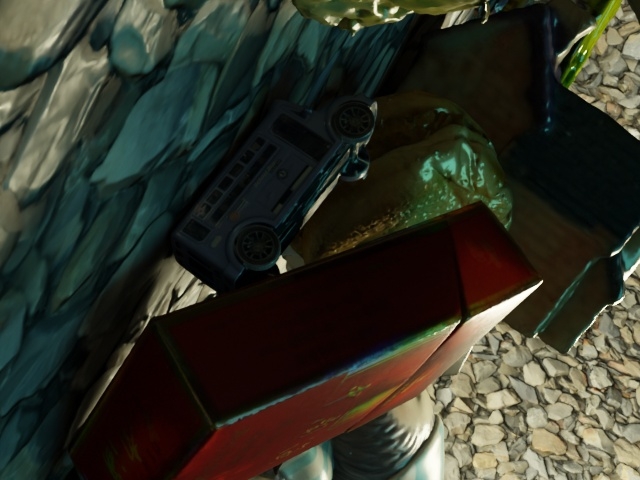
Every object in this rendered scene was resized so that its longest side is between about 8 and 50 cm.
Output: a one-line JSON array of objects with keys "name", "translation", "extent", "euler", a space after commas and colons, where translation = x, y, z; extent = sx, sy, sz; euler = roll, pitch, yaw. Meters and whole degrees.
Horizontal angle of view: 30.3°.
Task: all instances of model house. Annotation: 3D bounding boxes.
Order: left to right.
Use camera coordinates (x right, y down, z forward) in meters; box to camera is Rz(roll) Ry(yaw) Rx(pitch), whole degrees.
[{"name": "model house", "translation": [0.217, -0.089, 1.193], "extent": [0.280, 0.312, 0.245], "euler": [-55, 169, 14]}]

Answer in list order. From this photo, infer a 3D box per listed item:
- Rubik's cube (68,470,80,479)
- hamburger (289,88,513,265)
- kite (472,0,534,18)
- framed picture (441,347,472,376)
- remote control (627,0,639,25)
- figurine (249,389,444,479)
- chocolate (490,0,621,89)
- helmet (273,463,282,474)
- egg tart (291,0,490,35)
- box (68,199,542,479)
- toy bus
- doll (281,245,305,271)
[{"name": "Rubik's cube", "translation": [-0.129, 0.328, 0.956], "extent": [0.250, 0.248, 0.246], "euler": [-55, 171, -29]}, {"name": "hamburger", "translation": [0.068, -0.030, 1.016], "extent": [0.213, 0.108, 0.214], "euler": [-16, 139, -15]}, {"name": "kite", "translation": [0.260, -0.331, 1.436], "extent": [0.245, 0.015, 0.141], "euler": [-51, 139, -17]}, {"name": "framed picture", "translation": [0.122, 0.091, 1.627], "extent": [0.347, 0.016, 0.265], "euler": [0, 124, -40]}, {"name": "remote control", "translation": [0.291, -0.291, 1.134], "extent": [0.038, 0.285, 0.123], "euler": [-23, -176, 19]}, {"name": "figurine", "translation": [0.096, 0.374, 1.942], "extent": [0.361, 0.377, 0.266], "euler": [-53, 170, -38]}, {"name": "chocolate", "translation": [0.301, -0.268, 1.653], "extent": [0.289, 0.137, 0.301], "euler": [-57, 172, -4]}, {"name": "helmet", "translation": [-0.047, 0.150, 1.248], "extent": [0.155, 0.106, 0.175], "euler": [-59, 175, 21]}, {"name": "egg tart", "translation": [0.089, -0.235, 0.671], "extent": [0.290, 0.115, 0.290], "euler": [-58, 172, -13]}, {"name": "box", "translation": [-0.008, 0.092, 0.865], "extent": [0.313, 0.089, 0.197], "euler": [-20, 158, -39]}, {"name": "toy bus", "translation": [-0.028, -0.039, 0.814], "extent": [0.167, 0.076, 0.073], "euler": [-53, 169, -19]}, {"name": "doll", "translation": [0.000, 0.000, 1.141], "extent": [0.127, 0.073, 0.084], "euler": [-63, -158, 18]}]
